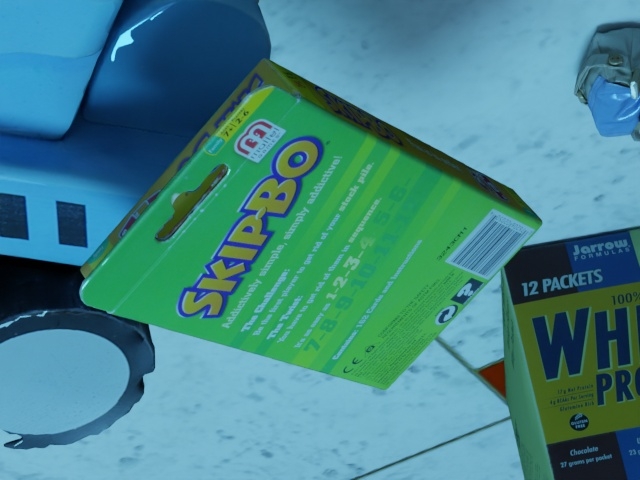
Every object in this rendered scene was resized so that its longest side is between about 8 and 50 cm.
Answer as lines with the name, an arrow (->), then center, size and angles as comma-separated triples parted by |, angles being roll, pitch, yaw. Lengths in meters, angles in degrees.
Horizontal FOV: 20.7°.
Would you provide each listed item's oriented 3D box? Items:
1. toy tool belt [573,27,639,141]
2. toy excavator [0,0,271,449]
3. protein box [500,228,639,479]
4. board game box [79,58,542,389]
toy tool belt -> 0.177, -0.082, 1.028 | 0.052, 0.051, 0.083 | -9, 145, 0
toy excavator -> -0.085, -0.126, 0.798 | 0.433, 0.222, 0.445 | 8, 133, -24
protein box -> 0.210, 0.132, 1.202 | 0.136, 0.201, 0.200 | -10, 145, 1
board game box -> 0.000, 0.000, 0.806 | 0.124, 0.039, 0.259 | -48, 151, 13
